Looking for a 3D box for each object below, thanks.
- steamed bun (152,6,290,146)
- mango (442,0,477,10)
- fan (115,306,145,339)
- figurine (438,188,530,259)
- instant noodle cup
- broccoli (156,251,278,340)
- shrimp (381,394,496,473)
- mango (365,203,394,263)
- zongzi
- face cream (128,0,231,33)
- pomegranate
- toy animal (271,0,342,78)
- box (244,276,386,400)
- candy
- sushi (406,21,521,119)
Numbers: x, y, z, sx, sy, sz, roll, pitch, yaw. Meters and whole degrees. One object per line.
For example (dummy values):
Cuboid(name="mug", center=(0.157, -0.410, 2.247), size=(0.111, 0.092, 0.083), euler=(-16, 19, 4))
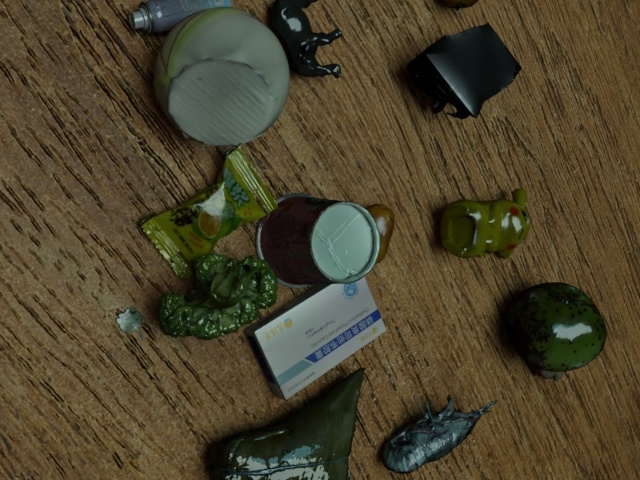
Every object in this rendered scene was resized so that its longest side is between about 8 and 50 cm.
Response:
Cuboid(name="steamed bun", center=(-0.215, -0.377, 1.611), size=(0.309, 0.309, 0.309), euler=(-1, 92, -31))
Cuboid(name="mango", center=(0.412, -0.755, 2.028), size=(0.151, 0.156, 0.249), euler=(29, 76, 9))
Cuboid(name="fan", center=(-0.420, 0.191, 1.645), size=(0.056, 0.004, 0.083), euler=(-38, 110, -24))
Cuboid(name="figurine", center=(0.476, -0.033, 2.080), size=(0.326, 0.169, 0.218), euler=(-2, 108, -28))
Cuboid(name="instant noodle cup", center=(0.000, 0.000, 1.758), size=(0.243, 0.231, 0.243), euler=(0, 91, -31))
Cuboid(name="broccoli", center=(-0.244, 0.110, 1.615), size=(0.254, 0.302, 0.186), euler=(-28, 70, 12))
Cuboid(name="shrimp", center=(0.321, 0.504, 2.011), size=(0.372, 0.137, 0.172), euler=(-33, 124, -24))
Cuboid(name="mango", center=(0.143, -0.018, 1.927), size=(0.105, 0.084, 0.159), euler=(5, 89, -25))
Cuboid(name="zongzi", center=(-0.073, 0.459, 1.776), size=(0.356, 0.174, 0.393), euler=(21, 72, -23))
Cuboid(name="face cream", center=(-0.317, -0.514, 1.644), size=(0.229, 0.075, 0.075), euler=(-21, 102, -28))
Cuboid(name="pomegranate", center=(0.689, 0.292, 2.186), size=(0.285, 0.285, 0.341), euler=(-27, 135, -27))
Cuboid(name="toy animal", center=(-0.038, -0.497, 1.801), size=(0.146, 0.114, 0.245), euler=(-34, 86, -32))
Cuboid(name="box", center=(-0.005, 0.228, 1.856), size=(0.343, 0.065, 0.200), euler=(-30, 107, -26))
Cuboid(name="candy", center=(-0.254, -0.063, 1.695), size=(0.297, 0.081, 0.187), euler=(-38, 112, -11))
Cuboid(name="sushi", center=(0.361, -0.453, 1.972), size=(0.215, 0.212, 0.227), euler=(49, 66, -14))
